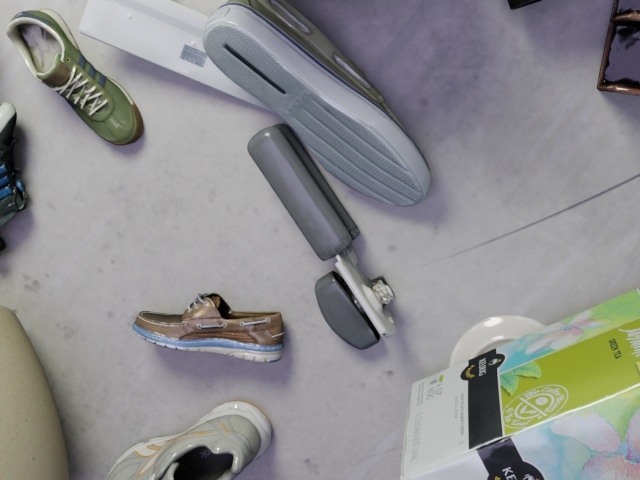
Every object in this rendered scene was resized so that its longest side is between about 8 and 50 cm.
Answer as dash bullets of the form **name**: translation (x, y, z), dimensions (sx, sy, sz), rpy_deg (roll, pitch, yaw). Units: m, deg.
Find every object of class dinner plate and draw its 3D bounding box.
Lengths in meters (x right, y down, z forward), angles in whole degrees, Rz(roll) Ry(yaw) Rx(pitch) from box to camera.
- **dinner plate**: translation (0.219, 0.155, 1.049), dimensions (0.141, 0.017, 0.141), rpy_deg (2, 101, 12)

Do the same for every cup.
- **cup**: translation (-0.457, 0.196, 1.065), dimensions (0.331, 0.331, 0.237), rpy_deg (-4, 75, 12)

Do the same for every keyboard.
- **keyboard**: translation (-0.138, -0.216, 1.015), dimensions (0.256, 0.014, 0.072), rpy_deg (22, 111, -8)

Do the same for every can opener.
- **can opener**: translation (0.000, 0.000, 1.029), dimensions (0.093, 0.074, 0.280), rpy_deg (-29, 95, 16)

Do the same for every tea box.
- **tea box**: translation (0.302, 0.268, 0.940), dimensions (0.323, 0.220, 0.329), rpy_deg (-27, 101, 15)

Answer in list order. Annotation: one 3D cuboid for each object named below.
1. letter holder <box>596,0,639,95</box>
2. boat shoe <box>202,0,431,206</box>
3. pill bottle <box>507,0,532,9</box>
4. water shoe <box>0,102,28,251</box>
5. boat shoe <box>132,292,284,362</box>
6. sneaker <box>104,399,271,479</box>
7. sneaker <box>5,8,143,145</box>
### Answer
- **letter holder**: translation (0.431, -0.186, 0.831), dimensions (0.302, 0.214, 0.152), rpy_deg (10, 103, 9)
- **boat shoe**: translation (0.013, -0.158, 0.975), dimensions (0.302, 0.094, 0.109), rpy_deg (41, 146, -17)
- **pill bottle**: translation (0.199, -0.348, 0.892), dimensions (0.123, 0.123, 0.219), rpy_deg (-17, 98, 14)
- **water shoe**: translation (-0.391, -0.070, 1.106), dimensions (0.080, 0.073, 0.203), rpy_deg (22, 111, -15)
- **boat shoe**: translation (-0.132, 0.097, 1.087), dimensions (0.183, 0.066, 0.066), rpy_deg (8, 99, -1)
- **sneaker**: translation (-0.186, 0.288, 1.103), dimensions (0.262, 0.121, 0.099), rpy_deg (-35, 92, 16)
- **sneaker**: translation (-0.289, -0.184, 1.042), dimensions (0.064, 0.086, 0.192), rpy_deg (-38, 93, 16)
